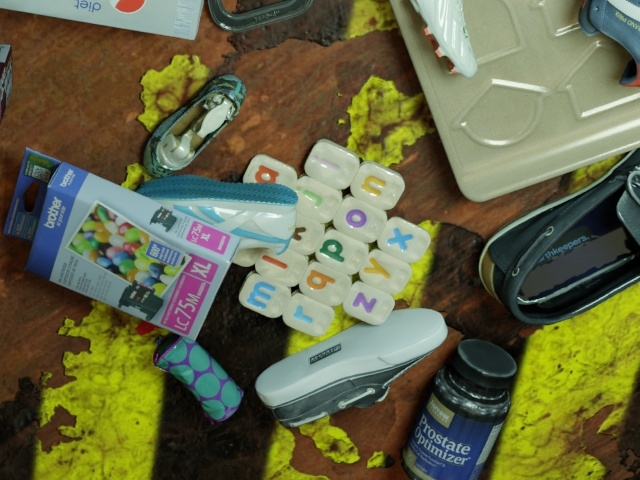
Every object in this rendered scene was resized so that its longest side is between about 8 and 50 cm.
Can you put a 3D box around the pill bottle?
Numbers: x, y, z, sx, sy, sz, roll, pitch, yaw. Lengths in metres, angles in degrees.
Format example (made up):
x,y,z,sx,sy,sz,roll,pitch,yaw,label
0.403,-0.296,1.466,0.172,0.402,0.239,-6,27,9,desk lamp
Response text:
x,y,z,sx,sy,sz,roll,pitch,yaw,label
0.209,0.260,2.220,0.122,0.123,0.219,14,117,-11,pill bottle

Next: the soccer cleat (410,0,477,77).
x,y,z,sx,sy,sz,roll,pitch,yaw,label
0.154,-0.292,1.867,0.076,0.068,0.196,-30,109,10,soccer cleat

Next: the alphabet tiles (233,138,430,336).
x,y,z,sx,sy,sz,roll,pitch,yaw,label
0.000,0.000,2.112,0.278,0.021,0.284,24,115,-9,alphabet tiles

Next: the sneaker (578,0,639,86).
x,y,z,sx,sy,sz,roll,pitch,yaw,label
0.368,-0.330,1.815,0.148,0.131,0.350,-7,120,34,sneaker

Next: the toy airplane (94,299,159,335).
x,y,z,sx,sy,sz,roll,pitch,yaw,label
-0.256,0.077,2.144,0.151,0.028,0.151,-1,120,-1,toy airplane

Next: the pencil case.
x,y,z,sx,sy,sz,roll,pitch,yaw,label
-0.181,0.199,2.196,0.070,0.064,0.152,-41,114,1,pencil case

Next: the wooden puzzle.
x,y,z,sx,sy,sz,roll,pitch,yaw,label
0.284,-0.257,1.965,0.322,0.080,0.348,-19,114,7,wooden puzzle

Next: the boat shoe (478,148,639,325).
x,y,z,sx,sy,sz,roll,pitch,yaw,label
0.450,-0.035,2.051,0.500,0.156,0.187,-30,115,12,boat shoe

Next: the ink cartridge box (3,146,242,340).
x,y,z,sx,sy,sz,roll,pitch,yaw,label
-0.281,0.008,2.032,0.311,0.065,0.186,25,135,-3,ink cartridge box

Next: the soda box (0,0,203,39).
x,y,z,sx,sy,sz,roll,pitch,yaw,label
-0.288,-0.330,1.875,0.286,0.098,0.091,8,117,-8,soda box

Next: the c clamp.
x,y,z,sx,sy,sz,roll,pitch,yaw,label
-0.077,-0.341,1.928,0.160,0.022,0.137,-21,123,7,c clamp

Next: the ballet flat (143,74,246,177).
x,y,z,sx,sy,sz,roll,pitch,yaw,label
-0.173,-0.146,2.004,0.070,0.070,0.188,35,112,-20,ballet flat

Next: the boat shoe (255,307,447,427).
x,y,z,sx,sy,sz,roll,pitch,yaw,label
0.057,0.195,2.185,0.301,0.108,0.102,-24,118,13,boat shoe

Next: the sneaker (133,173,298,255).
x,y,z,sx,sy,sz,roll,pitch,yaw,label
-0.147,-0.032,2.045,0.228,0.087,0.092,7,117,2,sneaker

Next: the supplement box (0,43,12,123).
x,y,z,sx,sy,sz,roll,pitch,yaw,label
-0.522,-0.206,1.913,0.239,0.130,0.073,4,119,-6,supplement box
